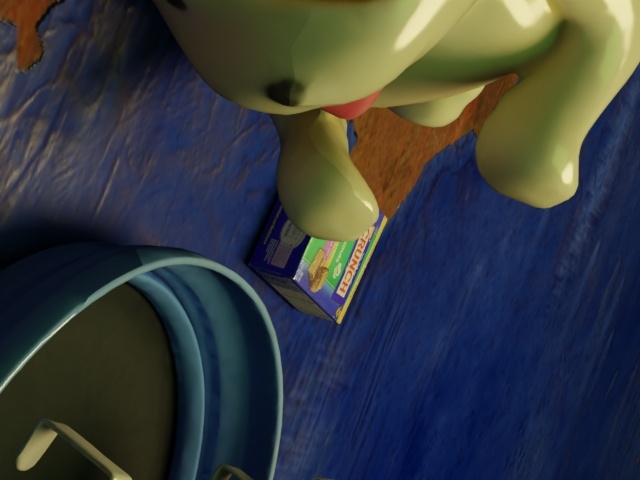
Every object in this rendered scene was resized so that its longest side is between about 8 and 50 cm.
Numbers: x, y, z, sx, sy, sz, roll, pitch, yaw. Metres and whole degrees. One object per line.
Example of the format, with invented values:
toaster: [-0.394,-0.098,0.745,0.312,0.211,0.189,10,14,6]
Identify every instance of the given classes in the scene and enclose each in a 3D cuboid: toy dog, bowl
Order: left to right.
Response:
bowl: [-0.157,0.183,0.951,0.391,0.077,0.391,-44,144,-43]
toy dog: [0.054,-0.194,0.880,0.408,0.284,0.395,-24,116,-57]

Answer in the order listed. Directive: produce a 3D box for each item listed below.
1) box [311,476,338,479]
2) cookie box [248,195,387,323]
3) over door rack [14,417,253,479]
box: [0.048,0.313,1.027,0.148,0.121,0.311,-61,148,-46]
cookie box: [0.000,0.000,1.176,0.092,0.040,0.107,-66,155,-11]
over door rack: [-0.119,0.274,0.878,0.324,0.108,0.239,-68,156,-6]
